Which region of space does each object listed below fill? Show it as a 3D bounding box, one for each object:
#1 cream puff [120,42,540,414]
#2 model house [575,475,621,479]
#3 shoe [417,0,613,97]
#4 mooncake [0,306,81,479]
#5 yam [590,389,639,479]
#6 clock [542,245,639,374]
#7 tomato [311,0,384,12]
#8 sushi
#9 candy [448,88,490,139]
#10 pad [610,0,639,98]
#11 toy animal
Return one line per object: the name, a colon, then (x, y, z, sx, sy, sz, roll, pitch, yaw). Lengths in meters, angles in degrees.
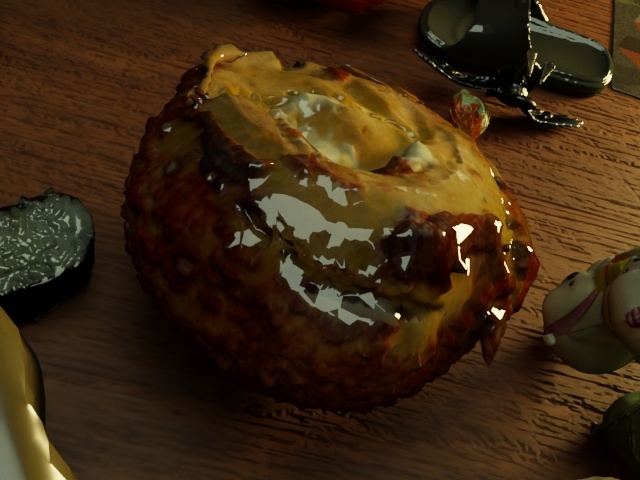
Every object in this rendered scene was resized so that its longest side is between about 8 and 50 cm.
cream puff: (-0.001, 0.002, 0.768, 0.350, 0.228, 0.350, 17, 30, -10)
model house: (0.138, 0.246, 0.637, 0.193, 0.234, 0.174, -10, 60, -24)
shoe: (0.237, -0.247, 1.092, 0.241, 0.093, 0.108, 15, 55, -7)
mooncake: (-0.336, 0.200, 0.498, 0.467, 0.262, 0.467, 4, 67, -10)
yam: (0.382, 0.215, 0.758, 0.195, 0.195, 0.300, -23, 65, -28)
clock: (0.278, 0.057, 0.812, 0.144, 0.231, 0.103, -16, 81, -24)
tomato: (0.048, -0.334, 1.054, 0.233, 0.139, 0.200, -19, 22, 16)
sushi: (-0.259, 0.021, 0.776, 0.150, 0.078, 0.090, -23, 71, -29)
candy: (0.134, -0.085, 0.984, 0.055, 0.049, 0.184, 51, 52, -35)
pad: (0.438, -0.244, 1.200, 0.143, 0.003, 0.211, 17, 54, -4)
toy animal: (0.207, -0.167, 1.030, 0.220, 0.108, 0.062, 21, 83, -19)
